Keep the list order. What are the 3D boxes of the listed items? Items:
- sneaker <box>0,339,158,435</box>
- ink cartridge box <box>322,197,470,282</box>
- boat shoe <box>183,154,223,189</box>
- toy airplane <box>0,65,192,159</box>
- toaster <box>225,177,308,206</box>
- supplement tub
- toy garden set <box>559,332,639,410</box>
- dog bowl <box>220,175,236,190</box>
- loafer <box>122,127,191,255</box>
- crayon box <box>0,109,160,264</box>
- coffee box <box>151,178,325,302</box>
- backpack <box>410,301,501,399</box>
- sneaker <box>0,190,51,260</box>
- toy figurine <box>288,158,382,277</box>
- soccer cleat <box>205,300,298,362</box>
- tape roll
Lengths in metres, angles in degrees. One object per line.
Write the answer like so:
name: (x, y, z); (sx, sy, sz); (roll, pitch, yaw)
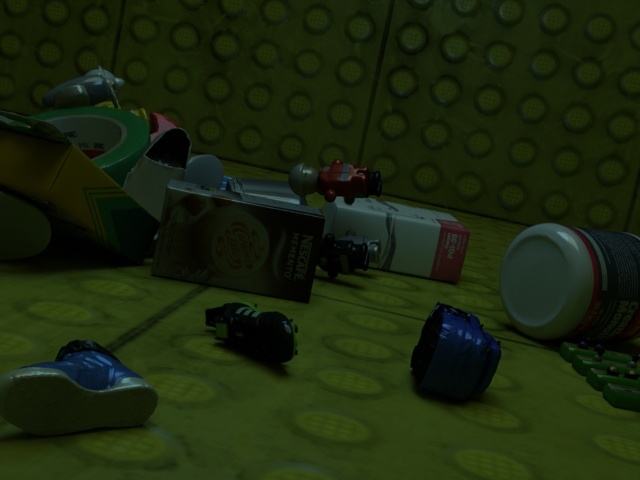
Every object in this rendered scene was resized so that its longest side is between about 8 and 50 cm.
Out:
sneaker: (-0.222, 0.122, 0.797); (0.152, 0.058, 0.084); (9, 14, -45)
ink cartridge box: (0.145, -0.010, 1.937); (0.283, 0.117, 0.207); (11, 11, -7)
boat shoe: (-0.284, -0.079, 1.706); (0.088, 0.096, 0.267); (5, 37, 34)
toy airplane: (-0.531, -0.255, 2.085); (0.386, 0.273, 0.384); (-4, -14, 35)
toaster: (-0.115, -0.056, 1.842); (0.146, 0.129, 0.227); (8, 16, -12)
supplement tub: (0.455, 0.075, 1.565); (0.272, 0.191, 0.191); (6, 11, -33)
toy garden set: (0.476, 0.190, 1.325); (0.203, 0.049, 0.244); (11, 9, -4)
dog bowl: (-0.228, -0.102, 2.183); (0.165, 0.074, 0.297); (13, 9, 4)
loafer: (-0.284, -0.094, 1.571); (0.101, 0.092, 0.269); (19, 51, -11)
crayon box: (-0.400, -0.079, 1.362); (0.203, 0.083, 0.323); (15, -18, 24)
coffee box: (-0.127, -0.001, 1.449); (0.246, 0.141, 0.098); (10, 8, -8)
backpack: (0.164, 0.135, 1.113); (0.101, 0.098, 0.120); (16, 8, 5)
sneaker: (-0.531, -0.055, 1.312); (0.292, 0.108, 0.169); (9, 18, -20)
toy figurine: (0.026, -0.042, 1.702); (0.148, 0.213, 0.209); (0, 4, 13)
soccer cleat: (-0.083, 0.109, 1.106); (0.072, 0.060, 0.179); (-4, 8, -26)
tape roll: (-0.475, -0.153, 1.736); (0.321, 0.077, 0.321); (-2, 31, 1)
